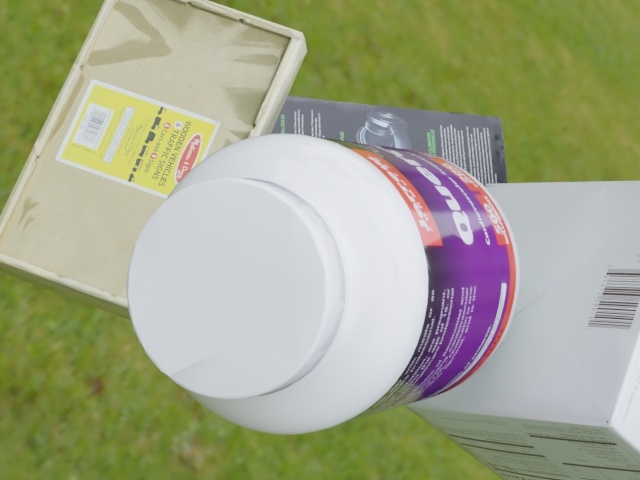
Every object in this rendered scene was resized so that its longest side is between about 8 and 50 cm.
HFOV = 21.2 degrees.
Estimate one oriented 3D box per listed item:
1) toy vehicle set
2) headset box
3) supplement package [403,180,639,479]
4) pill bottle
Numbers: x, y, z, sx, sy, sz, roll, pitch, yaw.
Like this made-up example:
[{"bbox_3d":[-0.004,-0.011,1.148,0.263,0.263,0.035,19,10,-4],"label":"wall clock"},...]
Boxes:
[{"bbox_3d":[-0.138,-0.072,1.365,0.166,0.267,0.035,20,-17,10],"label":"toy vehicle set"},{"bbox_3d":[0.000,0.000,1.521,0.283,0.246,0.131,6,52,-9],"label":"headset box"},{"bbox_3d":[0.241,0.104,1.321,0.262,0.198,0.199,39,64,-38],"label":"supplement package"},{"bbox_3d":[0.006,0.025,1.091,0.181,0.181,0.323,60,18,11],"label":"pill bottle"}]
